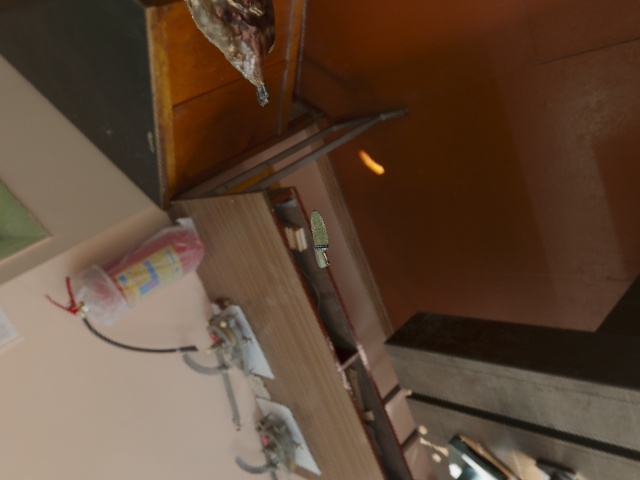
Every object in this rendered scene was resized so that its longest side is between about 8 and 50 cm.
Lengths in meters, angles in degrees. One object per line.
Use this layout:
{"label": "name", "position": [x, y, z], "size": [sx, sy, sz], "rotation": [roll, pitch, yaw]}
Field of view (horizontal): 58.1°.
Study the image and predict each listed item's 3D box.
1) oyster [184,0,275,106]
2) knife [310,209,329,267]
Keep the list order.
{"label": "oyster", "position": [-0.116, -0.287, 0.486], "size": [0.221, 0.096, 0.361], "rotation": [61, -172, 31]}
{"label": "knife", "position": [0.000, 0.000, 0.824], "size": [0.170, 0.023, 0.010], "rotation": [79, 180, -62]}
